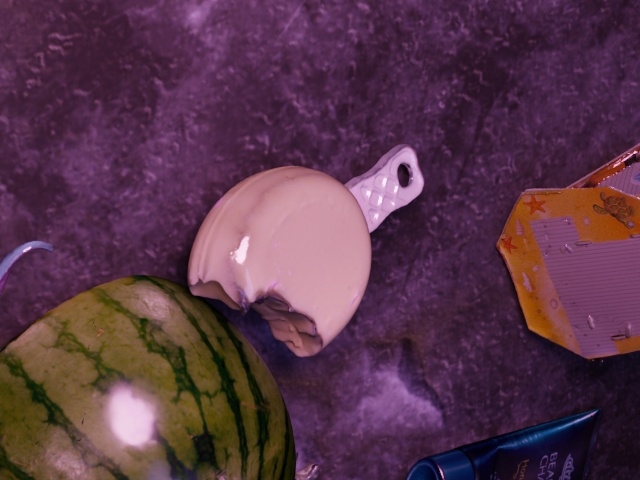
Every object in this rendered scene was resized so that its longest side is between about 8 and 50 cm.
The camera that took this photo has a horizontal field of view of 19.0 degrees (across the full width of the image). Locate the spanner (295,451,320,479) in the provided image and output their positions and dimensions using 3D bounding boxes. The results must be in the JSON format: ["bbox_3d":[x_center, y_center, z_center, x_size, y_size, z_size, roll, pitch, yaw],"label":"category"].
[{"bbox_3d":[-0.069,0.308,1.763,0.054,0.015,0.255,18,101,-44],"label":"spanner"}]

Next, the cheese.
[{"bbox_3d":[-0.006,-0.019,1.593,0.163,0.070,0.249,52,58,-34],"label":"cheese"}]

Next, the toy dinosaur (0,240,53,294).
[{"bbox_3d":[-0.285,0.055,1.425,0.197,0.045,0.080,-39,146,-8],"label":"toy dinosaur"}]

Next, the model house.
[{"bbox_3d":[0.290,-0.010,1.828,0.219,0.207,0.136,63,33,-31],"label":"model house"}]

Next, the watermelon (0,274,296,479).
[{"bbox_3d":[-0.148,0.211,1.534,0.330,0.189,0.331,-17,118,-36],"label":"watermelon"}]

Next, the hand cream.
[{"bbox_3d":[0.190,0.239,1.922,0.270,0.061,0.120,-6,112,-46],"label":"hand cream"}]
